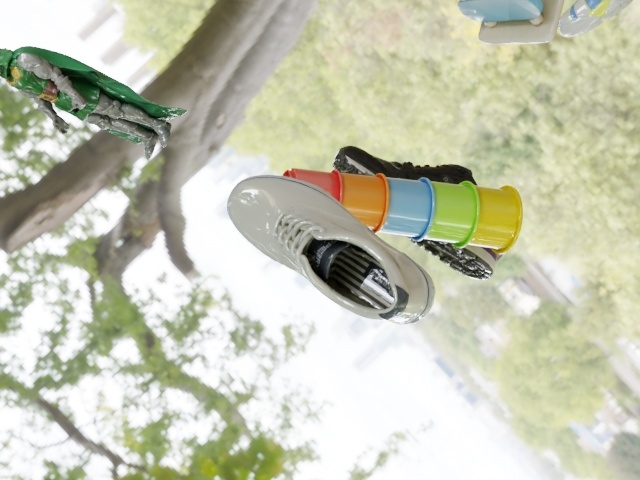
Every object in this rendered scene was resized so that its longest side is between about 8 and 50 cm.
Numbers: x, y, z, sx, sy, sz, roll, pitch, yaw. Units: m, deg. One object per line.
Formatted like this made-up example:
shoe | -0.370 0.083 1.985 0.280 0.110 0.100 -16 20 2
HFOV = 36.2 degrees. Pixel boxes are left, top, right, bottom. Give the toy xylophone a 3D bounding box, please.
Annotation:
toy xylophone | 0.143 -0.319 0.985 0.323 0.081 0.236 31 170 -26

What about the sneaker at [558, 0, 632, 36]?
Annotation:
sneaker | 0.413 -0.393 1.373 0.126 0.240 0.091 54 -177 -1

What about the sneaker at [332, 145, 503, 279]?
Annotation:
sneaker | 0.153 -0.068 1.421 0.283 0.124 0.107 34 161 -7

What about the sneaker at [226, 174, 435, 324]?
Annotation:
sneaker | 0.000 0.000 1.003 0.258 0.094 0.091 28 -175 25

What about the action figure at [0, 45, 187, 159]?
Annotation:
action figure | -0.288 -0.168 1.142 0.232 0.063 0.137 24 152 -24

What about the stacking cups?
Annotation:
stacking cups | 0.104 -0.051 1.274 0.316 0.096 0.096 9 -167 -19
